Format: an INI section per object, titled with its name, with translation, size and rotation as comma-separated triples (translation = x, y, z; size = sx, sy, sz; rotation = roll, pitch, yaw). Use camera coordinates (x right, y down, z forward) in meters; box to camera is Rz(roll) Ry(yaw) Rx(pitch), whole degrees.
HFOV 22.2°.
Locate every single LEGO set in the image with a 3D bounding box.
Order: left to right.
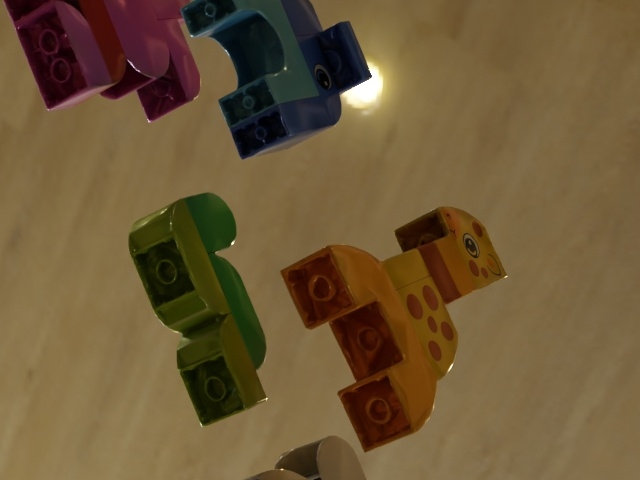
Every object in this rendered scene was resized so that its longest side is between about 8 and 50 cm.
[LEGO set]
translation = 0.000, 0.000, 0.506
size = 0.087, 0.093, 0.227
rotation = -24, -93, 33
